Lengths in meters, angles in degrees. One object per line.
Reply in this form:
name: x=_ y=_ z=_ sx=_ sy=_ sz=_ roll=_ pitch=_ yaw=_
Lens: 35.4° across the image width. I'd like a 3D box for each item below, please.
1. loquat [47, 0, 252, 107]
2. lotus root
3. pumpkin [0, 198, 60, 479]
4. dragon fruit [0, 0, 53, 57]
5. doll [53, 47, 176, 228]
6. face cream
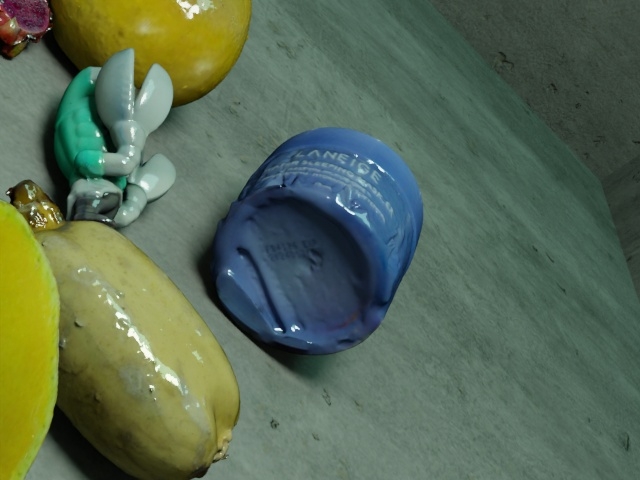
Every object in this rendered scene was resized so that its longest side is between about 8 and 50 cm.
loquat: x=-0.219 y=-0.314 z=1.363 sx=0.275 sy=0.275 sz=0.274 roll=38 pitch=29 yaw=-26
lotus root: x=-0.213 y=0.091 z=0.994 sx=0.342 sy=0.151 sz=0.169 roll=50 pitch=30 yaw=3
pumpkin: x=-0.313 y=0.089 z=0.601 sx=0.332 sy=0.199 sz=0.332 roll=-27 pitch=122 yaw=-53
dragon fruit: x=-0.399 y=-0.292 z=1.264 sx=0.112 sy=0.068 sz=0.126 roll=17 pitch=53 yaw=-59
doll: x=-0.245 y=-0.095 z=1.209 sx=0.153 sy=0.195 sz=0.258 roll=5 pitch=74 yaw=-14
face cream: x=0.000 y=0.000 z=1.332 sx=0.249 sy=0.249 sz=0.225 roll=47 pitch=28 yaw=-11
